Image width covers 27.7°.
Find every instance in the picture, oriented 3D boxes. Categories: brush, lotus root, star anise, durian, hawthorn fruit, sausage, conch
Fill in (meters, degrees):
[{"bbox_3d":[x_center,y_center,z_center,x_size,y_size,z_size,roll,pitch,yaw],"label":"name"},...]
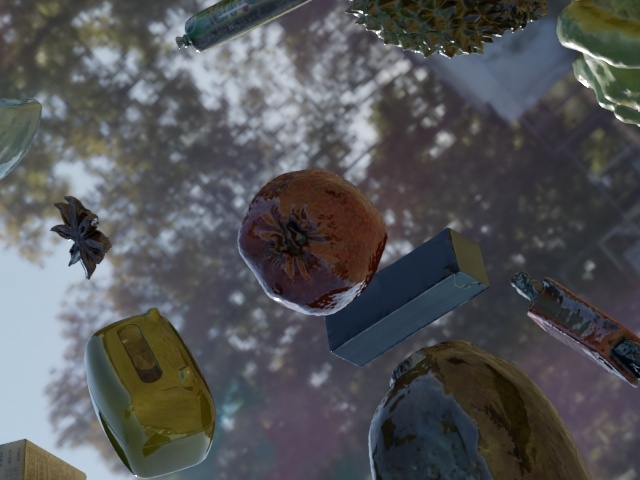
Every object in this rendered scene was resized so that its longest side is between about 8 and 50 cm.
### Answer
[{"bbox_3d":[0.275,0.092,1.377,0.070,0.051,0.323,34,-177,-21],"label":"brush"},{"bbox_3d":[0.186,0.286,1.450,0.250,0.250,0.346,26,-139,-65],"label":"lotus root"},{"bbox_3d":[-0.373,-0.011,2.037,0.042,0.141,0.141,-30,-105,-39],"label":"star anise"},{"bbox_3d":[0.141,-0.336,1.698,0.306,0.172,0.166,30,-157,21],"label":"durian"},{"bbox_3d":[0.000,0.000,1.824,0.205,0.205,0.253,51,-164,14],"label":"hawthorn fruit"},{"bbox_3d":[0.004,-0.205,0.981,0.033,0.269,0.033,52,-157,-34],"label":"sausage"},{"bbox_3d":[-0.467,-0.131,1.685,0.185,0.221,0.121,-105,8,-47],"label":"conch"}]

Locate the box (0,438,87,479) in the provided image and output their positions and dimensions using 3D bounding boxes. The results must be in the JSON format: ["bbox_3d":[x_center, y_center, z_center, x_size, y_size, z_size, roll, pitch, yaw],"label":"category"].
[{"bbox_3d":[-0.398,0.401,1.771,0.168,0.095,0.212,48,-149,-53],"label":"box"}]

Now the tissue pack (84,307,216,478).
[{"bbox_3d":[-0.194,0.165,1.457,0.178,0.123,0.127,-127,27,-46],"label":"tissue pack"}]

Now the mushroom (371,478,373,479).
[{"bbox_3d":[0.118,0.404,1.891,0.138,0.231,0.194,17,151,50],"label":"mushroom"}]

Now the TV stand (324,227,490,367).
[{"bbox_3d":[0.130,0.090,2.028,0.083,0.269,0.088,29,-143,-39],"label":"TV stand"}]

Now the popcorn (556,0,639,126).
[{"bbox_3d":[0.327,-0.181,0.995,0.279,0.274,0.335,67,-167,21],"label":"popcorn"}]
